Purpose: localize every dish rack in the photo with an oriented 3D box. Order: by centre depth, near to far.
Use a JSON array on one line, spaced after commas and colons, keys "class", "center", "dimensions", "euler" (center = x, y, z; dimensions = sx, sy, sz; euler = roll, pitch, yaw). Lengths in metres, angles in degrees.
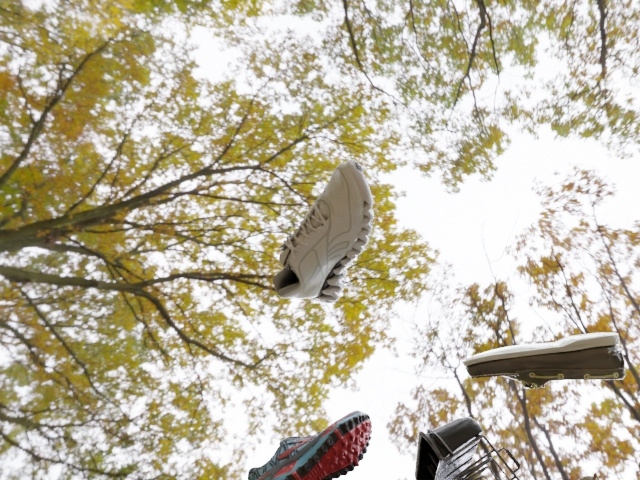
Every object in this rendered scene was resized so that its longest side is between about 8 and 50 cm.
[{"class": "dish rack", "center": [0.213, 0.338, 0.527], "dimensions": [0.074, 0.208, 0.271], "euler": [-27, -130, -13]}]

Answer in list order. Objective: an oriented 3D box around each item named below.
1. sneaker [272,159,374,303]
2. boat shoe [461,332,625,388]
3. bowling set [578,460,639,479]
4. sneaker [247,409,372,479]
[{"class": "sneaker", "center": [0.000, 0.000, 0.791], "dimensions": [0.110, 0.118, 0.292], "euler": [-114, -148, -43]}, {"class": "boat shoe", "center": [0.449, 0.256, 0.988], "dimensions": [0.305, 0.109, 0.091], "euler": [-14, -99, 19]}, {"class": "bowling set", "center": [0.470, 0.477, 0.819], "dimensions": [0.200, 0.154, 0.286], "euler": [15, -85, 15]}, {"class": "sneaker", "center": [-0.024, 0.388, 0.894], "dimensions": [0.125, 0.262, 0.104], "euler": [20, -48, 54]}]
